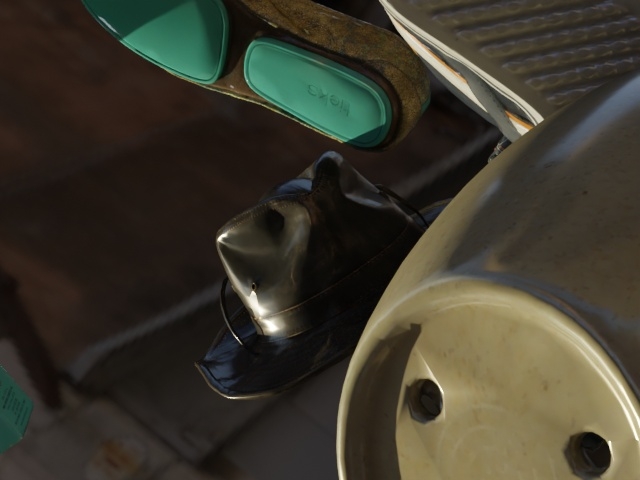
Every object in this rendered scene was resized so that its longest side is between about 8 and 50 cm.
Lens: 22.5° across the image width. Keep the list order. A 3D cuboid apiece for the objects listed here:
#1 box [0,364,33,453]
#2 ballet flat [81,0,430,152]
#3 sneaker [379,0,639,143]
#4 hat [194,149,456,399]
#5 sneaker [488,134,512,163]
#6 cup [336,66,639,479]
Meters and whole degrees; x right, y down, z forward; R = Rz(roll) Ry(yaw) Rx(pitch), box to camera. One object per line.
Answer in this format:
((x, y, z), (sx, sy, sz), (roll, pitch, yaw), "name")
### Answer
((-0.359, 0.090, 1.358), (0.100, 0.244, 0.060), (-32, 21, 14), "box")
((-0.057, -0.186, 1.443), (0.123, 0.348, 0.123), (-55, -18, -27), "ballet flat")
((0.163, -0.094, 0.955), (0.126, 0.321, 0.127), (-46, -1, 6), "sneaker")
((0.000, 0.000, 1.407), (0.331, 0.134, 0.331), (-27, 12, 6), "hat")
((0.261, -0.094, 2.079), (0.077, 0.072, 0.178), (-48, -37, 3), "sneaker")
((0.146, 0.078, 0.709), (0.237, 0.331, 0.331), (-10, -40, -46), "cup")
